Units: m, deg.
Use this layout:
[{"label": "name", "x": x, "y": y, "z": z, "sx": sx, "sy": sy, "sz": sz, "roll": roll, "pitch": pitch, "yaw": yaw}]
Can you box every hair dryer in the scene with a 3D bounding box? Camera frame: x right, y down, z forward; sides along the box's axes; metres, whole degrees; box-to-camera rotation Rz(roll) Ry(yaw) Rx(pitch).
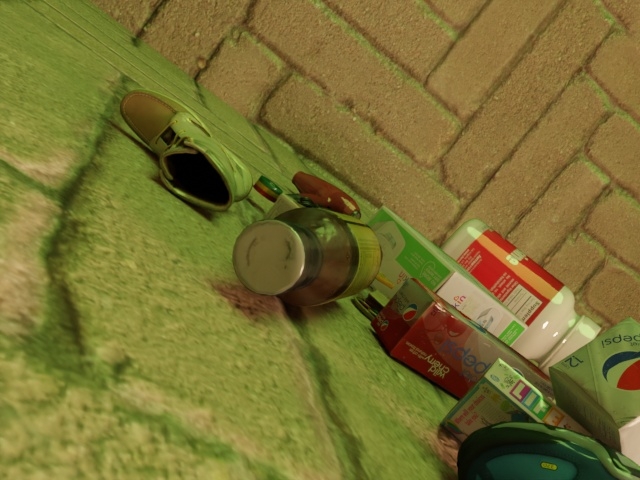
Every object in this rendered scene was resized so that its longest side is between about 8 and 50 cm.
[{"label": "hair dryer", "x": 0.003, "y": -0.093, "z": 1.607, "sx": 0.224, "sy": 0.080, "sz": 0.293, "roll": 34, "pitch": 8, "yaw": -26}]

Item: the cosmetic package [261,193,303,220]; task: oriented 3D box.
[{"label": "cosmetic package", "x": -0.027, "y": -0.011, "z": 1.069, "sx": 0.115, "sy": 0.060, "sz": 0.041, "roll": 42, "pitch": 8, "yaw": 17}]

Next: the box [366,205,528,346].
[{"label": "box", "x": 0.200, "y": 0.088, "z": 1.301, "sx": 0.231, "sy": 0.127, "sz": 0.262, "roll": 35, "pitch": 9, "yaw": -34}]

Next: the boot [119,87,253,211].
[{"label": "boot", "x": -0.184, "y": -0.120, "z": 0.926, "sx": 0.213, "sy": 0.077, "sz": 0.165, "roll": 40, "pitch": 9, "yaw": -5}]

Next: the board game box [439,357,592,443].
[{"label": "board game box", "x": 0.183, "y": 0.184, "z": 0.703, "sx": 0.103, "sy": 0.026, "sz": 0.154, "roll": 40, "pitch": -27, "yaw": 14}]

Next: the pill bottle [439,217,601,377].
[{"label": "pill bottle", "x": 0.471, "y": 0.149, "z": 1.789, "sx": 0.408, "sy": 0.229, "sz": 0.229, "roll": 41, "pitch": 8, "yaw": 17}]

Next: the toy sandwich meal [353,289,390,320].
[{"label": "toy sandwich meal", "x": 0.085, "y": 0.098, "z": 1.049, "sx": 0.085, "sy": 0.029, "sz": 0.085, "roll": 37, "pitch": 8, "yaw": -6}]

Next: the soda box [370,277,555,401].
[{"label": "soda box", "x": 0.198, "y": 0.159, "z": 0.973, "sx": 0.263, "sy": 0.092, "sz": 0.083, "roll": 35, "pitch": 9, "yaw": -24}]

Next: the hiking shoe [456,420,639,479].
[{"label": "hiking shoe", "x": 0.228, "y": 0.247, "z": 0.544, "sx": 0.304, "sy": 0.113, "sz": 0.132, "roll": 31, "pitch": 24, "yaw": 27}]

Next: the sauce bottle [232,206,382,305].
[{"label": "sauce bottle", "x": -0.008, "y": 0.016, "z": 0.804, "sx": 0.111, "sy": 0.111, "sz": 0.344, "roll": 40, "pitch": 8, "yaw": 13}]

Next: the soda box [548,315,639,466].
[{"label": "soda box", "x": 0.307, "y": 0.214, "z": 0.704, "sx": 0.091, "sy": 0.098, "sz": 0.286, "roll": 48, "pitch": -15, "yaw": 52}]

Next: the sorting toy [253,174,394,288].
[{"label": "sorting toy", "x": 0.000, "y": 0.000, "z": 1.172, "sx": 0.274, "sy": 0.046, "sz": 0.132, "roll": 42, "pitch": 8, "yaw": 31}]

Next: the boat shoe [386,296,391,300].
[{"label": "boat shoe", "x": 0.131, "y": 0.119, "z": 1.096, "sx": 0.049, "sy": 0.043, "sz": 0.137, "roll": 32, "pitch": 9, "yaw": -30}]
